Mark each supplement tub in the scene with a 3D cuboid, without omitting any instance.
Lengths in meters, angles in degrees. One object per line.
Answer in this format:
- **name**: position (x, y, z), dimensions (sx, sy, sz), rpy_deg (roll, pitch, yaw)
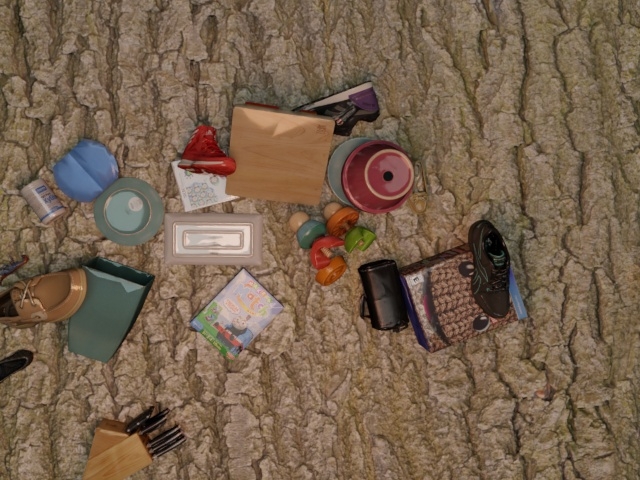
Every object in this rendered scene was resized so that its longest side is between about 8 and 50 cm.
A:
- **supplement tub**: position (-0.731, -0.102, 1.724), dimensions (0.071, 0.071, 0.107), rpy_deg (-35, 97, -3)

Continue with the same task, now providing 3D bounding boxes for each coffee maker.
- **coffee maker**: position (0.181, 0.146, 1.786), dimensions (0.120, 0.171, 0.178), rpy_deg (-18, 98, -29)

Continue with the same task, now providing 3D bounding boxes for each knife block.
- **knife block**: position (-0.501, 0.585, 1.776), dimensions (0.242, 0.088, 0.276), rpy_deg (16, 91, -6)

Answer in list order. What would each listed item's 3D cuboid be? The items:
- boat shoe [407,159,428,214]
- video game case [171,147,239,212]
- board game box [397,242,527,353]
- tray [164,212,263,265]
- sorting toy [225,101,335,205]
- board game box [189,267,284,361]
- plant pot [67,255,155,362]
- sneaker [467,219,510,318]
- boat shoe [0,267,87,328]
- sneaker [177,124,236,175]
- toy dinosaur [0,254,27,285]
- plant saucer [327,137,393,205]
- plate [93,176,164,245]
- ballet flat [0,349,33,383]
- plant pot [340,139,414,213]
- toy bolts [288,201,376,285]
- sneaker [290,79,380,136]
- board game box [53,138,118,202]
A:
- **boat shoe**: position (0.276, -0.150, 1.842), dimensions (0.056, 0.048, 0.153), rpy_deg (-1, 93, -6)
- **video game case**: position (-0.315, -0.166, 1.792), dimensions (0.157, 0.019, 0.143), rpy_deg (-15, 94, -6)
- **board game box**: position (0.386, 0.148, 1.822), dimensions (0.291, 0.141, 0.232), rpy_deg (-21, 95, -5)
- **tray**: position (-0.294, -0.003, 1.798), dimensions (0.270, 0.030, 0.145), rpy_deg (1, 94, -6)
- **sorting toy**: position (-0.112, -0.236, 1.732), dimensions (0.257, 0.089, 0.256), rpy_deg (6, 124, -8)
- **board game box**: position (-0.231, 0.205, 1.811), dimensions (0.160, 0.039, 0.211), rpy_deg (44, 87, -6)
- **plant pot**: position (-0.562, 0.187, 1.715), dimensions (0.165, 0.166, 0.234), rpy_deg (20, 94, -7)
- **sneaker**: position (0.445, 0.080, 1.702), dimensions (0.101, 0.106, 0.267), rpy_deg (-14, 95, -7)
- **boat shoe**: position (-0.717, 0.151, 1.632), dimensions (0.341, 0.110, 0.122), rpy_deg (-24, 67, 30)
- **sneaker**: position (-0.289, -0.241, 1.687), dimensions (0.087, 0.221, 0.128), rpy_deg (18, 83, -48)
- **toy dinosaur**: position (-0.826, 0.069, 1.750), dimensions (0.082, 0.047, 0.090), rpy_deg (-8, 127, -14)
- **plant saucer**: position (0.114, -0.189, 1.828), dimensions (0.194, 0.037, 0.195), rpy_deg (0, 94, -6)
- **plate**: position (-0.522, -0.078, 1.772), dimensions (0.188, 0.024, 0.188), rpy_deg (0, 93, -5)
- **ballet flat**: position (-0.850, 0.346, 1.745), dimensions (0.173, 0.049, 0.057), rpy_deg (-33, 95, -4)
- **plant pot**: position (0.164, -0.170, 1.726), dimensions (0.201, 0.180, 0.201), rpy_deg (0, 93, -7)
- **toy bolts**: position (0.000, 0.000, 1.763), dimensions (0.158, 0.228, 0.218), rpy_deg (48, 114, 22)
- **sneaker**: position (0.030, -0.332, 1.782), dimensions (0.283, 0.107, 0.124), rpy_deg (-21, 101, -5)
- **board game box**: position (-0.625, -0.185, 1.752), dimensions (0.168, 0.033, 0.133), rpy_deg (-42, 101, 2)
